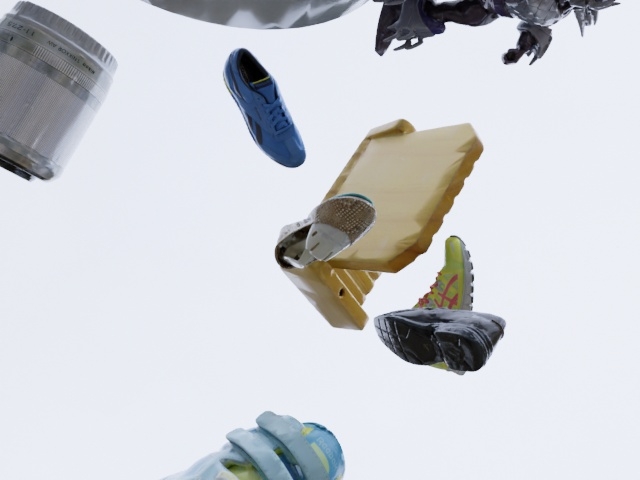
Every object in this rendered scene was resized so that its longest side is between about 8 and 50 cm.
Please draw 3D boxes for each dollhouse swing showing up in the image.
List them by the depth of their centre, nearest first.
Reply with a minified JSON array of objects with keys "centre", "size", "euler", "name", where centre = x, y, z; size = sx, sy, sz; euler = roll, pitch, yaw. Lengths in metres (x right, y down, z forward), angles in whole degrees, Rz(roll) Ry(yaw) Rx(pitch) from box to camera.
[{"centre":[0.158,-0.013,1.135],"size":[0.305,0.315,0.346],"euler":[13,-119,41],"name":"dollhouse swing"}]

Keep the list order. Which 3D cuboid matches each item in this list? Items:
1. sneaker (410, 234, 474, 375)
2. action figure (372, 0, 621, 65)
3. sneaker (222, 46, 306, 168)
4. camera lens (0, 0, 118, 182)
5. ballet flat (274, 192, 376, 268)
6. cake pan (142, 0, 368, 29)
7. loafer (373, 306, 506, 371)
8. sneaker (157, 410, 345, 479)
[{"centre":[0.179,0.094,0.924],"size":[0.094,0.081,0.208],"euler":[4,-94,11],"name":"sneaker"},{"centre":[0.180,-0.262,0.677],"size":[0.285,0.185,0.099],"euler":[15,-106,37],"name":"action figure"},{"centre":[-0.085,-0.209,0.990],"size":[0.069,0.082,0.209],"euler":[-34,-82,-19],"name":"sneaker"},{"centre":[-0.525,-0.259,1.128],"size":[0.220,0.219,0.274],"euler":[24,-99,24],"name":"camera lens"},{"centre":[0.000,0.000,0.775],"size":[0.073,0.206,0.067],"euler":[32,-115,-14],"name":"ballet flat"},{"centre":[-0.059,-0.242,0.376],"size":[0.293,0.293,0.054],"euler":[60,-30,14],"name":"cake pan"},{"centre":[0.128,0.102,0.687],"size":[0.170,0.061,0.062],"euler":[5,-59,53],"name":"loafer"},{"centre":[-0.066,0.208,0.452],"size":[0.208,0.319,0.127],"euler":[-26,-92,-12],"name":"sneaker"}]
